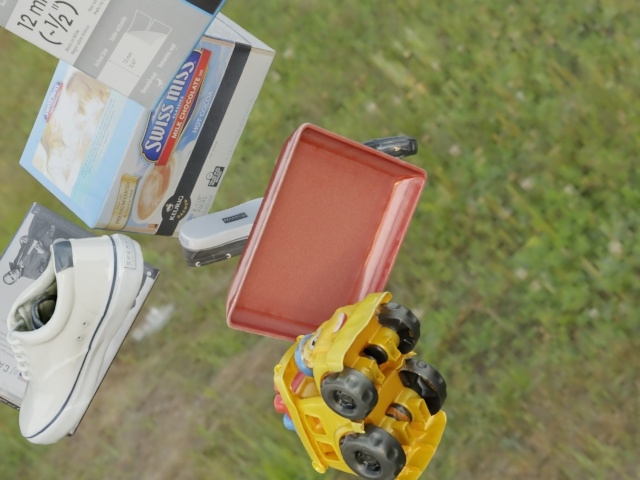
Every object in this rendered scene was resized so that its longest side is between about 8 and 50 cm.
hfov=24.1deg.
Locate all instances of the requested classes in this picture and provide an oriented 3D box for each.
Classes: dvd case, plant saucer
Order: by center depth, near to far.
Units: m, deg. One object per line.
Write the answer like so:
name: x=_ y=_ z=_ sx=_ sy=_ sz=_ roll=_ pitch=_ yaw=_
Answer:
dvd case: x=-0.324 y=0.093 z=1.810 sx=0.238 sy=0.179 sz=0.029 roll=-64 pitch=8 yaw=-26
plant saucer: x=0.000 y=0.000 z=1.854 sx=0.048 sy=0.258 sz=0.259 roll=23 pitch=93 yaw=41

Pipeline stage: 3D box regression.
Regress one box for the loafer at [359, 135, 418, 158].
loafer: x=0.042 y=-0.096 z=2.200 sx=0.223 sy=0.078 sz=0.076 roll=-19 pitch=-2 yaw=13

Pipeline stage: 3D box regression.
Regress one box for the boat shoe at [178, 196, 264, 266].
boat shoe: x=-0.108 y=-0.007 z=2.317 sx=0.228 sy=0.076 sz=0.080 roll=-16 pitch=40 yaw=-22

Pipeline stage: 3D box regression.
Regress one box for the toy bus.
toy bus: x=0.020 y=0.173 z=1.777 sx=0.211 sy=0.220 sz=0.149 roll=3 pitch=39 yaw=37

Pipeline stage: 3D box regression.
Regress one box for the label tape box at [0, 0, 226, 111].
label tape box: x=-0.245 y=-0.302 z=1.382 sx=0.249 sy=0.348 sz=0.115 roll=-47 pitch=20 yaw=49

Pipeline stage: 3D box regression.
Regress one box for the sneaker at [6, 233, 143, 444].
sneaker: x=-0.247 y=0.087 z=1.379 sx=0.258 sy=0.091 sz=0.094 roll=-62 pitch=30 yaw=33

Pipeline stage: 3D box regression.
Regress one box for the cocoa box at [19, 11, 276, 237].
cocoa box: x=-0.277 y=-0.209 z=2.366 sx=0.231 sy=0.228 sz=0.347 roll=37 pitch=110 yaw=37
